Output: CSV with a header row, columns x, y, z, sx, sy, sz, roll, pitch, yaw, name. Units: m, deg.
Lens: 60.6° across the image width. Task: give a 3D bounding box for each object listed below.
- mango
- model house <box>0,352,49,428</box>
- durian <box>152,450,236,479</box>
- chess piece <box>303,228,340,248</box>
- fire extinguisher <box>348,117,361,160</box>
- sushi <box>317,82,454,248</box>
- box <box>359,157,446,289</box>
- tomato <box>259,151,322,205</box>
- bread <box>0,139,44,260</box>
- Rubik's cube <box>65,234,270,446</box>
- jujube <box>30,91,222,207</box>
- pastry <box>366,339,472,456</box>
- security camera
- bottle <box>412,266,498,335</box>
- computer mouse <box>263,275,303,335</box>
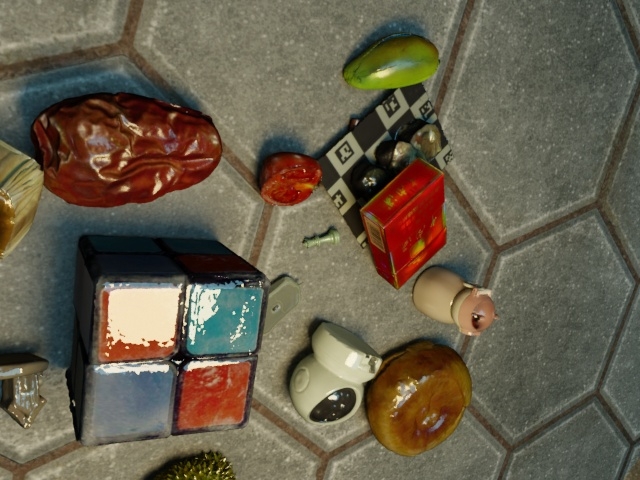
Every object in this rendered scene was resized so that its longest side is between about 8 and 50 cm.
x,y,z,sx,sy,sz,roll,pitch,yaw,name
0.166,-0.420,1.289,0.233,0.125,0.111,-12,141,-3,mango
-0.650,0.305,1.046,0.229,0.122,0.188,1,105,-31,model house
-0.309,0.619,1.294,0.237,0.176,0.200,-14,91,-13,durian
0.000,0.000,1.360,0.093,0.042,0.042,-15,111,-17,chess piece
0.083,-0.249,1.345,0.032,0.046,0.100,17,108,14,fire extinguisher
0.202,-0.182,1.358,0.373,0.100,0.296,-43,127,-12,sushi
0.216,-0.030,1.359,0.197,0.089,0.313,-43,149,-13,box
-0.071,-0.155,1.234,0.139,0.159,0.091,-3,63,-27,tomato
-0.586,-0.077,0.918,0.192,0.110,0.210,33,131,-16,bread
-0.313,0.173,1.079,0.318,0.316,0.313,3,102,-30,Rubik's cube
-0.353,-0.168,1.043,0.342,0.216,0.216,-13,110,-38,jujube
0.284,0.451,1.571,0.356,0.164,0.356,-12,115,-28,pastry
0.023,0.349,1.387,0.194,0.194,0.236,30,93,-31,security camera
0.376,0.171,1.492,0.147,0.236,0.147,-8,108,-26,bottle
-0.116,0.153,1.329,0.181,0.056,0.089,-39,120,-23,computer mouse
